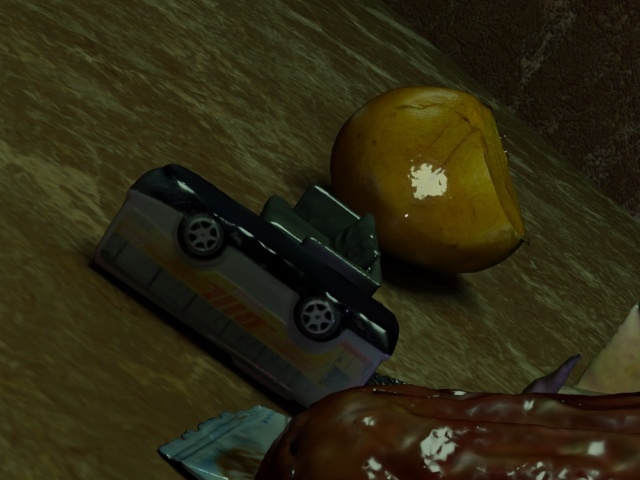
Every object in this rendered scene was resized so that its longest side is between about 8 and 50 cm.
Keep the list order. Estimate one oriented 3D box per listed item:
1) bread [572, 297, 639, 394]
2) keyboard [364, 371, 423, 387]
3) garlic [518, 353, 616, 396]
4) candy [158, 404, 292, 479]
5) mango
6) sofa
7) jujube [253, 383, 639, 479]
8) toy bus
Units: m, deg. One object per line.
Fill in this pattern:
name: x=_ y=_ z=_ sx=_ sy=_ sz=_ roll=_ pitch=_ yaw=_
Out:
bread: x=0.298 y=0.149 z=1.148 sx=0.178 sy=0.135 sz=0.240 roll=43 pitch=12 yaw=21
keyboard: x=0.087 y=0.116 z=0.983 sx=0.196 sy=0.015 sz=0.074 roll=22 pitch=20 yaw=-49
garlic: x=0.152 y=0.121 z=0.889 sx=0.198 sy=0.128 sz=0.090 roll=27 pitch=33 yaw=-46
candy: x=-0.003 y=0.124 z=0.694 sx=0.136 sy=0.038 sz=0.088 roll=34 pitch=26 yaw=14
mango: x=0.088 y=-0.050 z=1.286 sx=0.187 sy=0.138 sz=0.257 roll=59 pitch=22 yaw=10
sofa: x=0.000 y=0.000 z=1.048 sx=0.085 sy=0.060 sz=0.147 roll=35 pitch=14 yaw=-8
jujube: x=0.112 y=0.137 z=0.457 sx=0.290 sy=0.197 sz=0.197 roll=18 pitch=17 yaw=-6
toy bus: x=-0.042 y=0.029 z=0.825 sx=0.172 sy=0.072 sz=0.057 roll=35 pitch=12 yaw=-3
